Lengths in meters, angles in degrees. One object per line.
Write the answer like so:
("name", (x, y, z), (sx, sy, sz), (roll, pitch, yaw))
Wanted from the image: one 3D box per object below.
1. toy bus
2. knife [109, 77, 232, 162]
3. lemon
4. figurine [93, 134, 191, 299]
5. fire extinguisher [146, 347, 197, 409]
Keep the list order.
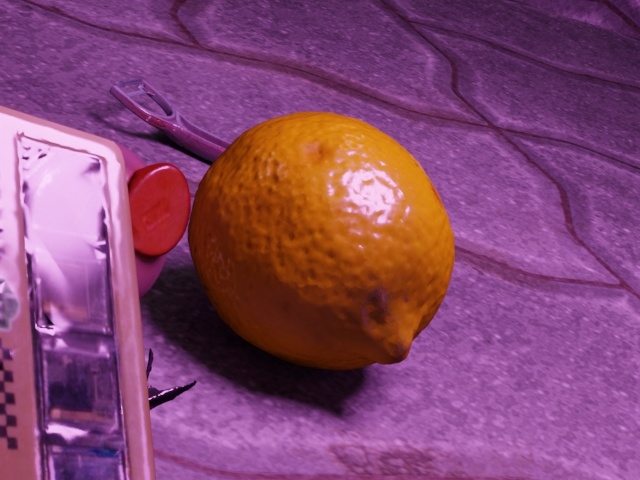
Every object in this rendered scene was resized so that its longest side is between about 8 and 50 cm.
("toy bus", (-0.186, 0.117, 0.688), (0.202, 0.177, 0.365), (11, 64, -41))
("knife", (-0.111, -0.117, 1.616), (0.278, 0.053, 0.123), (26, 19, 6))
("lemon", (0.007, 0.004, 1.229), (0.253, 0.228, 0.228), (34, 26, 31))
("figurine", (-0.212, -0.011, 1.156), (0.173, 0.173, 0.173), (19, 23, -8))
("fire extinguisher", (-0.242, 0.079, 1.028), (0.294, 0.093, 0.118), (23, 36, 0))
